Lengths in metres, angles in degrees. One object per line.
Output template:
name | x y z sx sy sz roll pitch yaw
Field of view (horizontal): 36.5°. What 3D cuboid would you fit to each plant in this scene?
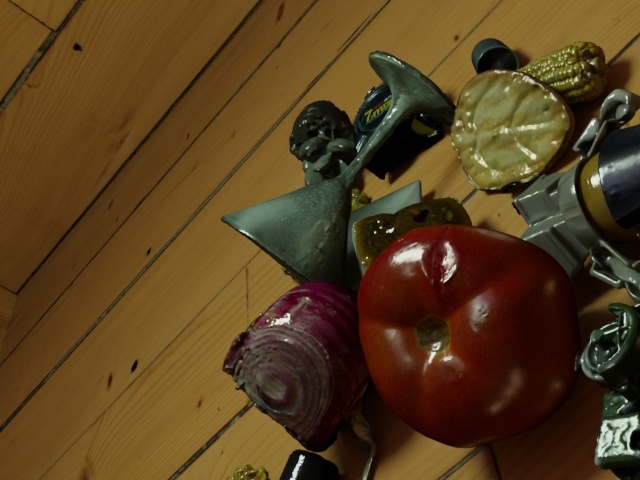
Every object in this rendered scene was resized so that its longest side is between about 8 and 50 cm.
plant | 0.012 -0.194 2.103 0.274 0.149 0.146 -103 36 -62

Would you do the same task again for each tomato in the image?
tomato | 0.193 0.118 1.242 0.299 0.226 0.298 3 96 34

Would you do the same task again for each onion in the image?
onion | 0.000 0.179 1.526 0.230 0.272 0.256 -59 10 12

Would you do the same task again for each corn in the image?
corn | 0.350 -0.239 1.595 0.292 0.101 0.101 -25 38 55

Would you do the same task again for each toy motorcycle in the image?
toy motorcycle | 0.342 0.191 0.933 0.127 0.205 0.275 -32 28 40

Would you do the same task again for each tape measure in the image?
tape measure | 0.156 -0.238 1.930 0.199 0.112 0.186 -35 38 29

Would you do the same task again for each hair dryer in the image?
hair dryer | 0.012 0.420 1.428 0.251 0.089 0.197 -7 50 48

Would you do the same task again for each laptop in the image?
laptop | 0.081 0.011 1.789 0.269 0.015 0.187 -26 47 34

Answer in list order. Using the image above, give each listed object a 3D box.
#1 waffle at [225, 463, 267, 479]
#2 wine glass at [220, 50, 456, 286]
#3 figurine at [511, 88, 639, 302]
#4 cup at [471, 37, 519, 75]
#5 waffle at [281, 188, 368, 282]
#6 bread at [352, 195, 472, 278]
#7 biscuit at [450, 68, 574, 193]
waffle | -0.144 0.475 1.675 0.191 0.038 0.191 -42 29 29
wine glass | 0.050 -0.113 1.700 0.406 0.267 0.267 -53 24 -2
figurine | 0.382 -0.053 1.233 0.308 0.143 0.308 5 96 53
cup | 0.315 -0.318 1.789 0.077 0.078 0.100 -98 17 -63
waffle | 0.001 0.000 1.981 0.253 0.056 0.249 -32 34 39
bread | 0.154 0.021 1.518 0.192 0.109 0.210 -15 31 3
biscuit | 0.304 -0.177 1.563 0.260 0.041 0.202 -2 91 54
